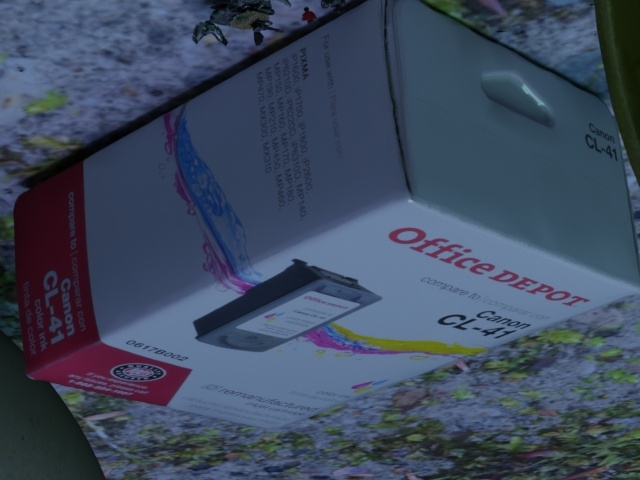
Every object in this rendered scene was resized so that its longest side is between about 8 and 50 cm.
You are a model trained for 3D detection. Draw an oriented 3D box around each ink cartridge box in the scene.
[{"bbox_3d":[0.000,0.000,1.084,0.306,0.131,0.226,-23,151,37],"label":"ink cartridge box"}]

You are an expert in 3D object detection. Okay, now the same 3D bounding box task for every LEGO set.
[{"bbox_3d":[-0.028,-0.122,0.938,0.083,0.023,0.054,-11,162,-23],"label":"LEGO set"}]

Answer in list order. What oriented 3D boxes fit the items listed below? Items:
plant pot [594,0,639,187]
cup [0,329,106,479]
[{"bbox_3d":[0.355,-0.119,0.680,0.353,0.366,0.366,-6,159,-29],"label":"plant pot"},{"bbox_3d":[-0.308,0.144,1.165,0.331,0.331,0.237,-6,136,-2],"label":"cup"}]
